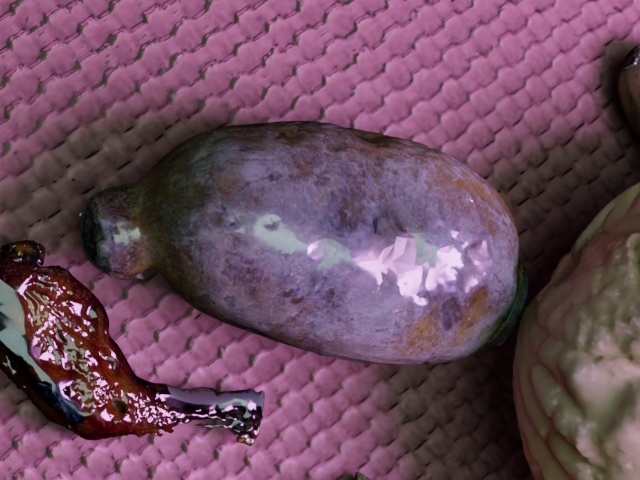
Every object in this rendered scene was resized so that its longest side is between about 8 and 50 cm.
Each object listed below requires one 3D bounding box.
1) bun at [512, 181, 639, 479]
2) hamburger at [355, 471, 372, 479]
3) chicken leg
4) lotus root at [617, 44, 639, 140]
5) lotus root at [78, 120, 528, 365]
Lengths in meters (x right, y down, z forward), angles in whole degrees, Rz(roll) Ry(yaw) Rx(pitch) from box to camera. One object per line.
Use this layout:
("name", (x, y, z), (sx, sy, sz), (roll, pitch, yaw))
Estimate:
("bun", (0.279, 0.084, 1.300), (0.227, 0.349, 0.352), (23, 95, 22))
("hamburger", (0.050, 0.231, 1.299), (0.176, 0.087, 0.102), (4, 89, -20))
("chicken leg", (-0.153, 0.095, 1.239), (0.253, 0.051, 0.106), (34, 72, -21))
("lotus root", (0.313, -0.089, 1.414), (0.179, 0.080, 0.089), (46, 72, -16))
("lotus root", (0.001, -0.001, 1.243), (0.349, 0.175, 0.175), (10, 86, -22))
